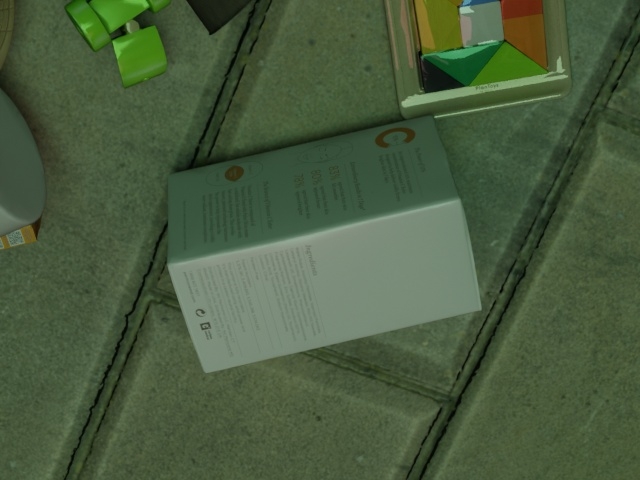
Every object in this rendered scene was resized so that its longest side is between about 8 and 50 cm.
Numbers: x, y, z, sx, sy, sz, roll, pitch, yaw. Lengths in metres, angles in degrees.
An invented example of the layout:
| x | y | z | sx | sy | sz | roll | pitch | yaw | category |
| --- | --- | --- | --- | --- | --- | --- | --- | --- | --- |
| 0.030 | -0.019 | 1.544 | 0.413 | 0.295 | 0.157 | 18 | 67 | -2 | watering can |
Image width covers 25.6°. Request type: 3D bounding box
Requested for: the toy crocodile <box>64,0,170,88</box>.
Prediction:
| x | y | z | sx | sy | sz | roll | pitch | yaw | category |
| --- | --- | --- | --- | --- | --- | --- | --- | --- | --- |
| -0.282 | -0.333 | 1.648 | 0.115 | 0.105 | 0.340 | -36 | 107 | -9 | toy crocodile |

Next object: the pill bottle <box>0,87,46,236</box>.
| x | y | z | sx | sy | sz | roll | pitch | yaw | category |
| --- | --- | --- | --- | --- | --- | --- | --- | --- | --- |
| -0.537 | -0.037 | 1.650 | 0.392 | 0.224 | 0.224 | -22 | 111 | 15 | pill bottle |

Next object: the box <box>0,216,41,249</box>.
| x | y | z | sx | sy | sz | roll | pitch | yaw | category |
| --- | --- | --- | --- | --- | --- | --- | --- | --- | --- |
| -0.421 | -0.012 | 1.769 | 0.136 | 0.081 | 0.028 | -12 | 119 | 1 | box |

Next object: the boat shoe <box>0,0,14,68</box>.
| x | y | z | sx | sy | sz | roll | pitch | yaw | category |
| --- | --- | --- | --- | --- | --- | --- | --- | --- | --- |
| -0.427 | -0.327 | 1.642 | 0.103 | 0.092 | 0.285 | -16 | 111 | -25 | boat shoe |

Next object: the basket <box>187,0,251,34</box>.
| x | y | z | sx | sy | sz | roll | pitch | yaw | category |
| --- | --- | --- | --- | --- | --- | --- | --- | --- | --- |
| -0.134 | -0.386 | 1.608 | 0.204 | 0.154 | 0.227 | -41 | 104 | 16 | basket |

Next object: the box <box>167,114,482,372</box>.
| x | y | z | sx | sy | sz | roll | pitch | yaw | category |
| --- | --- | --- | --- | --- | --- | --- | --- | --- | --- |
| 0.000 | 0.000 | 1.714 | 0.345 | 0.215 | 0.168 | -13 | 123 | 3 | box |

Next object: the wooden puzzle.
| x | y | z | sx | sy | sz | roll | pitch | yaw | category |
| --- | --- | --- | --- | --- | --- | --- | --- | --- | --- |
| 0.192 | -0.272 | 1.722 | 0.221 | 0.044 | 0.238 | -10 | 111 | 1 | wooden puzzle |
